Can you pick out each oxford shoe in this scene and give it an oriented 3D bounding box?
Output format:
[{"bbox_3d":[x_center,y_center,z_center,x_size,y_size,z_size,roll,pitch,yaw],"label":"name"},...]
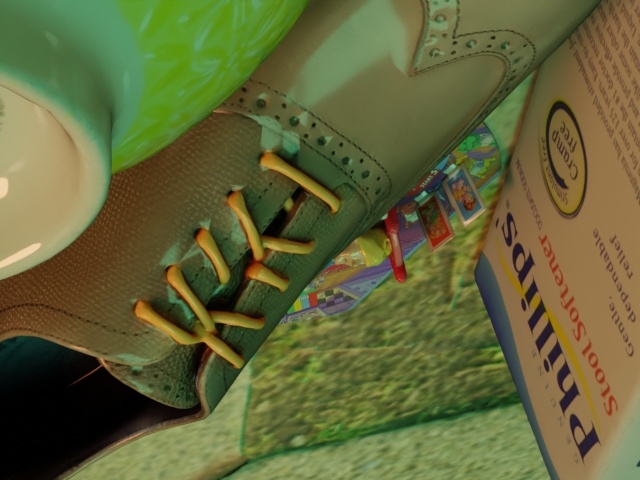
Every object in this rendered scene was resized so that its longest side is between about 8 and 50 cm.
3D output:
[{"bbox_3d":[-0.025,-0.010,0.579,0.130,0.133,0.363,32,124,-33],"label":"oxford shoe"}]

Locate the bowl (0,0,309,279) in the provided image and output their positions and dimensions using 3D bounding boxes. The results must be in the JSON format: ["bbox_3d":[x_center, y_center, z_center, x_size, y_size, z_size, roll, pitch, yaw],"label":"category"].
[{"bbox_3d":[-0.115,-0.078,0.403,0.289,0.156,0.289,-6,152,-3],"label":"bowl"}]

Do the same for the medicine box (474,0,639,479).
[{"bbox_3d":[0.230,-0.028,0.658,0.263,0.149,0.289,-7,144,-13],"label":"medicine box"}]

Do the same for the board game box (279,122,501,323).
[{"bbox_3d":[0.000,0.000,0.705,0.133,0.033,0.168,15,135,-37],"label":"board game box"}]
